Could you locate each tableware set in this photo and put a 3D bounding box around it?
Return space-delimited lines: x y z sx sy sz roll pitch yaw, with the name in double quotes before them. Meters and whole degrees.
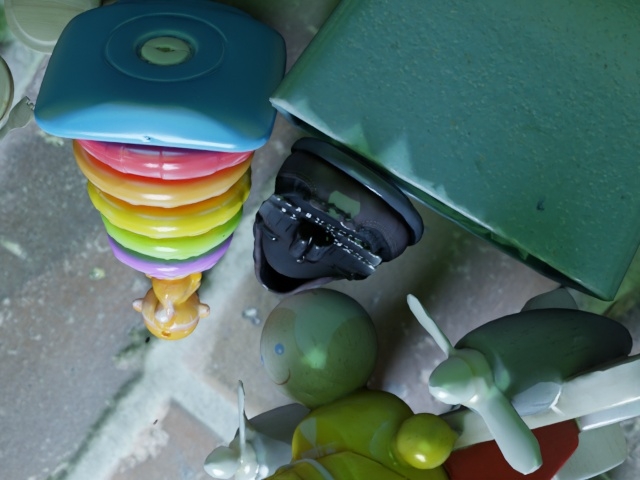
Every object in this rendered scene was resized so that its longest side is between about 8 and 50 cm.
"tableware set" -0.255 -0.163 1.017 0.194 0.039 0.128 -40 81 14

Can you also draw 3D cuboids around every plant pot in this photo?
"plant pot" 0.140 -0.133 0.852 0.248 0.247 0.252 31 92 0

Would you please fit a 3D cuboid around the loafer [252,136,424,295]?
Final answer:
"loafer" 0.000 0.000 0.877 0.109 0.302 0.095 35 85 -2

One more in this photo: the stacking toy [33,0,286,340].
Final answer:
"stacking toy" -0.120 -0.030 0.984 0.175 0.165 0.301 4 132 1

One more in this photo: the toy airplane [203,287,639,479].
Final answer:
"toy airplane" 0.073 0.137 0.886 0.386 0.384 0.272 -36 92 12
